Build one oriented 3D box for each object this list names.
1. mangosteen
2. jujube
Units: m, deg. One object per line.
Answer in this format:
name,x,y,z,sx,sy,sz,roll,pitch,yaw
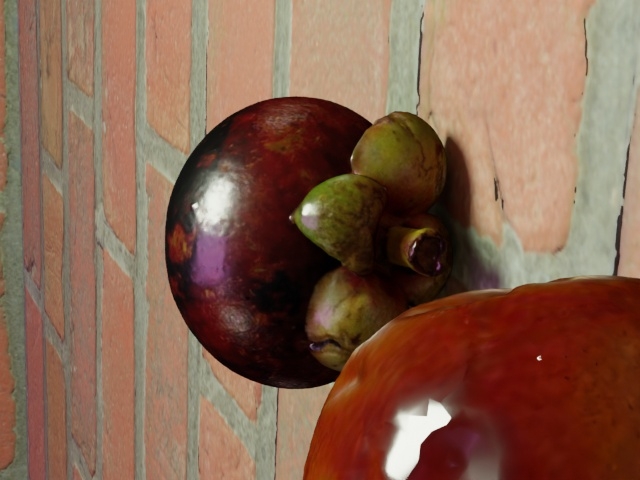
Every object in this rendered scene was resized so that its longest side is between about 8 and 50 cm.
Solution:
mangosteen,0.000,0.000,0.835,0.200,0.199,0.200,176,90,-70
jujube,0.103,0.170,0.516,0.223,0.223,0.318,152,108,-68
